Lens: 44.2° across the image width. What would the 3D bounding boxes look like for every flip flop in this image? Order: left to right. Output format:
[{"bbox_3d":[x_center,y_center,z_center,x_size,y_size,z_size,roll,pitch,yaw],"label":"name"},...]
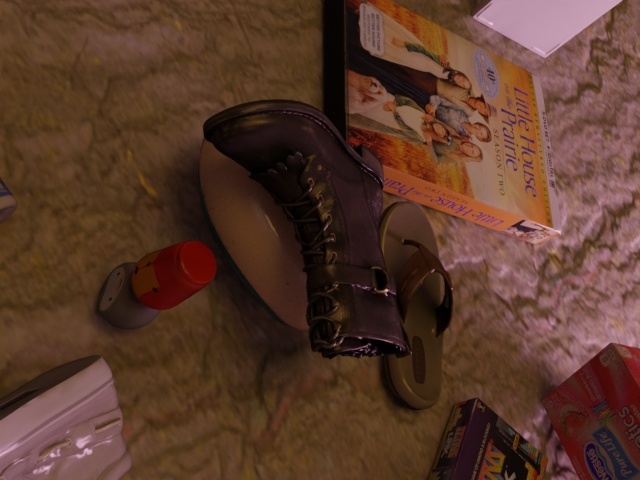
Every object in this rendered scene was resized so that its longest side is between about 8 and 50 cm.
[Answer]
[{"bbox_3d":[0.129,0.076,1.015,0.112,0.080,0.277,18,59,-30],"label":"flip flop"}]

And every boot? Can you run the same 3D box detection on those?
[{"bbox_3d":[-0.241,0.192,0.627,0.258,0.095,0.123,-29,103,-61],"label":"boot"},{"bbox_3d":[0.000,0.000,0.771,0.263,0.091,0.229,19,57,-43],"label":"boot"}]

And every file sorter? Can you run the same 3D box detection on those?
[{"bbox_3d":[0.425,-0.500,1.393,0.193,0.278,0.173,18,55,-30],"label":"file sorter"}]

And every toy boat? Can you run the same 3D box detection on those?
[{"bbox_3d":[-0.093,-0.001,0.858,0.318,0.148,0.267,-30,94,-50],"label":"toy boat"}]

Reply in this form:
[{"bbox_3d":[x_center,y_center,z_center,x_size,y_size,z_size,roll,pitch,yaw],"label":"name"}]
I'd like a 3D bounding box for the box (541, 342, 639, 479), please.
[{"bbox_3d":[0.445,0.304,1.043,0.142,0.154,0.300,14,40,-33],"label":"box"}]

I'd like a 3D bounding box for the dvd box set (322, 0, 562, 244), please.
[{"bbox_3d":[0.190,-0.187,1.200,0.420,0.062,0.307,17,60,-30],"label":"dvd box set"}]

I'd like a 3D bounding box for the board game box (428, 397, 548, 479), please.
[{"bbox_3d":[0.207,0.308,0.987,0.141,0.048,0.170,42,50,-16],"label":"board game box"}]

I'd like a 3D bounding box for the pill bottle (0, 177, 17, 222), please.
[{"bbox_3d":[-0.348,-0.068,0.719,0.078,0.078,0.137,-37,94,-42],"label":"pill bottle"}]
